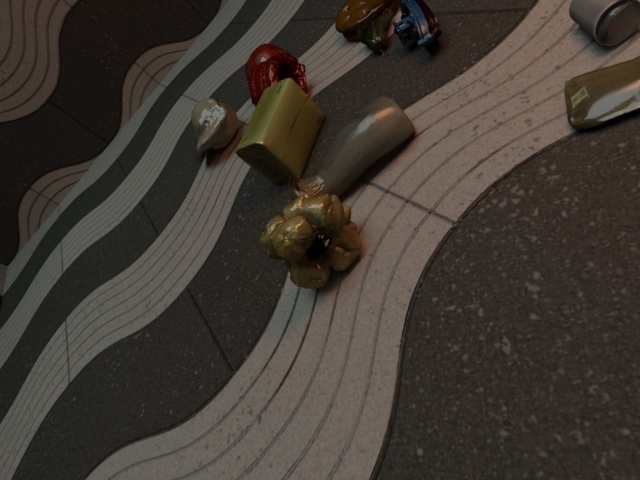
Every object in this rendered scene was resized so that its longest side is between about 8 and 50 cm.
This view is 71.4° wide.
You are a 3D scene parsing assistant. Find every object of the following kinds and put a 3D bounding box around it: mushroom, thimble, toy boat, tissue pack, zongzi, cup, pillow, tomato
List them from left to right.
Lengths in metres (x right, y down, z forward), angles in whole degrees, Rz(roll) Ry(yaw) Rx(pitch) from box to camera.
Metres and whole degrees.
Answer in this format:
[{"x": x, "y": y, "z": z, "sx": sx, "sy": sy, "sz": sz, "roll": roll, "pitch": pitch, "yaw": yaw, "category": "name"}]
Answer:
[{"x": -0.166, "y": -0.589, "z": 1.524, "sx": 0.187, "sy": 0.151, "sz": 0.187, "roll": -23, "pitch": 43, "yaw": 23, "category": "tomato"}, {"x": -0.128, "y": -0.468, "z": 1.366, "sx": 0.125, "sy": 0.163, "sz": 0.189, "roll": -14, "pitch": 65, "yaw": 39, "category": "thimble"}, {"x": -0.103, "y": -0.291, "z": 1.200, "sx": 0.125, "sy": 0.159, "sz": 0.234, "roll": -6, "pitch": 55, "yaw": 42, "category": "tissue pack"}, {"x": 0.068, "y": -0.190, "z": 1.003, "sx": 0.329, "sy": 0.122, "sz": 0.159, "roll": -44, "pitch": 2, "yaw": 7, "category": "mushroom"}, {"x": 0.187, "y": -0.588, "z": 1.253, "sx": 0.130, "sy": 0.062, "sz": 0.154, "roll": -33, "pitch": 45, "yaw": 2, "category": "zongzi"}, {"x": 0.233, "y": -0.540, "z": 1.121, "sx": 0.097, "sy": 0.100, "sz": 0.223, "roll": -24, "pitch": 42, "yaw": 16, "category": "toy boat"}, {"x": 0.503, "y": -0.395, "z": 0.769, "sx": 0.104, "sy": 0.074, "sz": 0.116, "roll": -12, "pitch": 42, "yaw": 7, "category": "cup"}, {"x": 0.491, "y": -0.243, "z": 0.672, "sx": 0.218, "sy": 0.033, "sz": 0.130, "roll": -14, "pitch": 53, "yaw": 37, "category": "pillow"}]

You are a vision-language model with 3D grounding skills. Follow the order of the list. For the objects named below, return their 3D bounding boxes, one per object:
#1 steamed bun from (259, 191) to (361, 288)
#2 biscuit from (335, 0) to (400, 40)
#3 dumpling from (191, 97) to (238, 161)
[{"x": 0.000, "y": 0.000, "z": 0.858, "sx": 0.192, "sy": 0.177, "sz": 0.106, "roll": -42, "pitch": 45, "yaw": -12, "category": "steamed bun"}, {"x": 0.147, "y": -0.719, "z": 1.386, "sx": 0.220, "sy": 0.066, "sz": 0.220, "roll": -25, "pitch": 45, "yaw": 28, "category": "biscuit"}, {"x": -0.386, "y": -0.386, "z": 1.594, "sx": 0.175, "sy": 0.243, "sz": 0.226, "roll": 19, "pitch": 91, "yaw": 10, "category": "dumpling"}]
